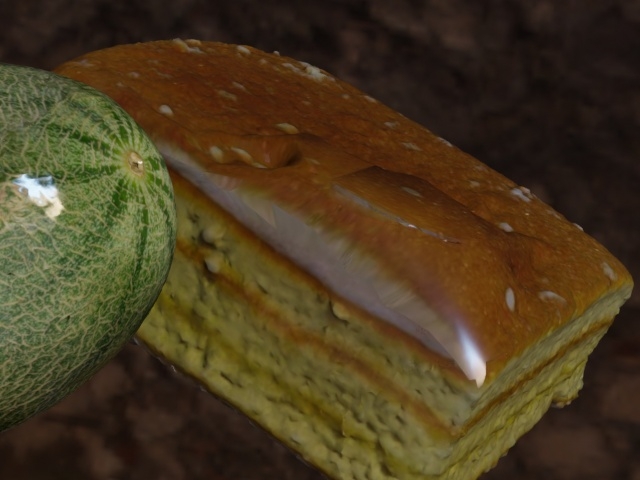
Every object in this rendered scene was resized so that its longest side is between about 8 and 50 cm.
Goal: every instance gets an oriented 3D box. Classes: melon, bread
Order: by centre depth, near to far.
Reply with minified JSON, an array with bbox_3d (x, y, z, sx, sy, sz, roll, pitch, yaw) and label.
[{"bbox_3d":[-0.143,0.008,0.669,0.192,0.139,0.139,-22,-28,27],"label":"melon"},{"bbox_3d":[0.000,0.000,0.774,0.234,0.110,0.184,30,24,21],"label":"bread"}]
